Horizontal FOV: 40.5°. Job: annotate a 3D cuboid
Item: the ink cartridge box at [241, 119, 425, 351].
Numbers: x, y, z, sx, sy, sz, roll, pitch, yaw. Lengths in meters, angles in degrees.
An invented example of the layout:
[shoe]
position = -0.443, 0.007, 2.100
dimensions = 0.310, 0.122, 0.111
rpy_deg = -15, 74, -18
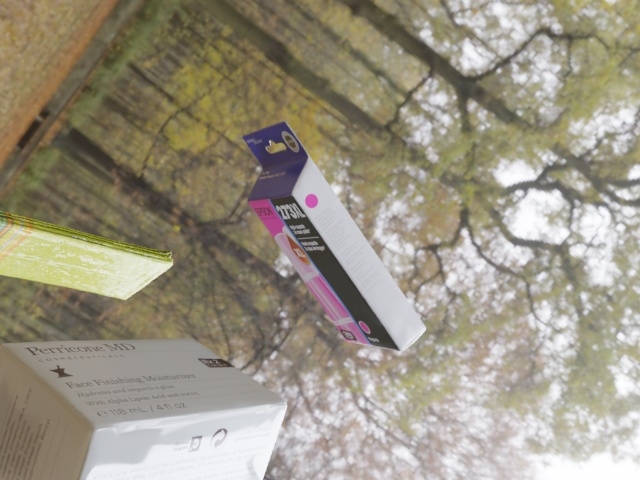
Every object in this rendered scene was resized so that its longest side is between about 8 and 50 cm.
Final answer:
[ink cartridge box]
position = 0.000, 0.000, 1.289
dimensions = 0.069, 0.370, 0.176
rpy_deg = -38, -166, -21

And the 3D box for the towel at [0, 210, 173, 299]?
[towel]
position = -0.266, 0.010, 0.826
dimensions = 0.102, 0.237, 0.021
rpy_deg = -31, -125, 40

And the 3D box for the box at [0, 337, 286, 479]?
[box]
position = -0.146, 0.175, 0.622
dimensions = 0.119, 0.181, 0.181
rpy_deg = 26, -77, 36
